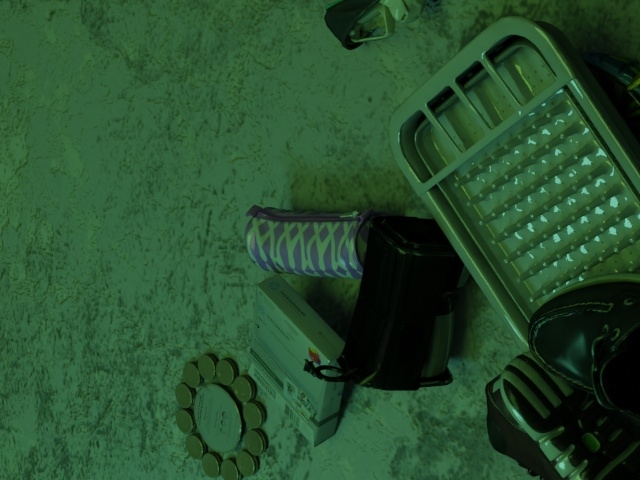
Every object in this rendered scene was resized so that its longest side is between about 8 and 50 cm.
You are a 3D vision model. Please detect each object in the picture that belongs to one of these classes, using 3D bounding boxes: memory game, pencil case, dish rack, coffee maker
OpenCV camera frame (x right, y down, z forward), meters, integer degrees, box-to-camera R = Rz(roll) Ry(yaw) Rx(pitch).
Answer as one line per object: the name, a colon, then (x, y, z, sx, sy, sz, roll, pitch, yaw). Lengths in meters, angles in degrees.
memory game: (-0.139, 0.246, 2.023, 0.186, 0.012, 0.186, 13, 109, 43)
pencil case: (0.000, 0.000, 1.774, 0.206, 0.086, 0.088, 0, 132, 43)
dish rack: (0.234, -0.049, 1.493, 0.332, 0.072, 0.285, 58, 143, 5)
coffee maker: (0.087, 0.072, 1.646, 0.120, 0.171, 0.178, 27, 117, 37)

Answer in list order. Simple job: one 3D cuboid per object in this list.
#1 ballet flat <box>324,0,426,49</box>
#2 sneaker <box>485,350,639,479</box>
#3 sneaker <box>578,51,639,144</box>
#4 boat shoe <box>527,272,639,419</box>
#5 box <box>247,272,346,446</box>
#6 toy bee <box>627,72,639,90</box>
ballet flat: (0.079, -0.268, 1.650, 0.203, 0.074, 0.074, -27, 80, 51)
sneaker: (0.276, 0.244, 1.573, 0.281, 0.106, 0.162, 54, 161, 2)
sneaker: (0.315, -0.122, 1.451, 0.188, 0.067, 0.078, 46, 122, 24)
boat shoe: (0.308, 0.114, 1.356, 0.340, 0.113, 0.127, 13, 118, 45)
box: (-0.030, 0.151, 1.833, 0.145, 0.038, 0.186, 45, 149, 28)
toy bee: (0.371, -0.180, 1.318, 0.298, 0.162, 0.195, 44, 125, 29)
